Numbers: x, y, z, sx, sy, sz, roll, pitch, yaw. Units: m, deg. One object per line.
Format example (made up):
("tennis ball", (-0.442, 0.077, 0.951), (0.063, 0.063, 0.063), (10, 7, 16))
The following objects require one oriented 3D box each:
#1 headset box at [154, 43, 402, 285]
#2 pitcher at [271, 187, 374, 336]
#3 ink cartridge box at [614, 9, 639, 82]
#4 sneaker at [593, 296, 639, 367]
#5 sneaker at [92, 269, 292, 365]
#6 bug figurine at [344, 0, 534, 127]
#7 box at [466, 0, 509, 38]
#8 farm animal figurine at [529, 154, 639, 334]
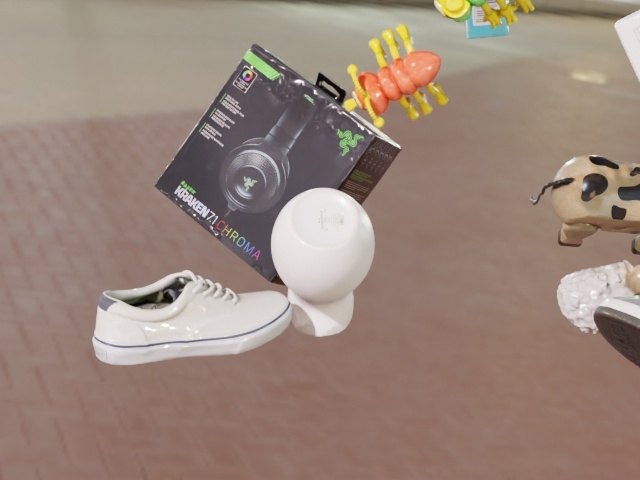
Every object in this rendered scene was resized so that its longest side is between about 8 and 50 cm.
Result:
("headset box", (-0.056, -0.116, 2.054), (0.246, 0.283, 0.131), (39, 8, 19))
("pitcher", (0.000, 0.000, 1.730), (0.125, 0.178, 0.207), (-4, -28, -3))
("ink cartridge box", (0.441, -0.208, 1.457), (0.212, 0.154, 0.093), (-25, 3, 25))
("sneaker", (0.460, 0.078, 1.505), (0.295, 0.124, 0.178), (21, 63, 36))
("sneaker", (-0.147, 0.084, 1.669), (0.258, 0.091, 0.094), (-10, 29, -30))
("bug figurine", (0.063, -0.254, 1.280), (0.216, 0.279, 0.072), (-30, 6, 16))
("box", (0.237, -0.393, 1.985), (0.060, 0.100, 0.244), (-3, 39, 11))
("farm animal figurine", (0.425, -0.071, 1.694), (0.327, 0.330, 0.172), (-10, -17, -4))
